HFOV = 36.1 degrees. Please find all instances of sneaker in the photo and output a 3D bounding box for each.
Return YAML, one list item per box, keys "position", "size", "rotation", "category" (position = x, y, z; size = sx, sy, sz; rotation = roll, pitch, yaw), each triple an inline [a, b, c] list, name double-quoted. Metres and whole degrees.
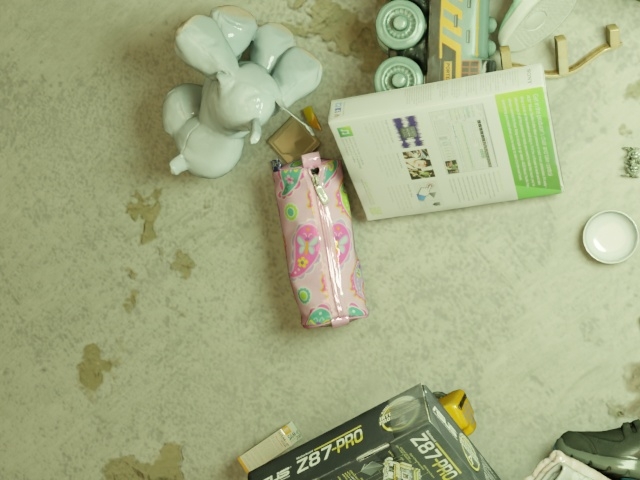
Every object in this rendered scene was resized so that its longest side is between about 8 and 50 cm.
- position: [0.333, -0.426, 1.516]
  size: [0.256, 0.094, 0.151]
  rotation: [-57, 49, 28]
  category: "sneaker"
- position: [0.532, 0.312, 1.499]
  size: [0.340, 0.125, 0.140]
  rotation: [2, 67, 18]
  category: "sneaker"

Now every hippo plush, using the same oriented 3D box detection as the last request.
- position: [-0.135, -0.214, 1.618]
  size: [0.294, 0.234, 0.237]
  rotation: [57, 137, 21]
  category: "hippo plush"

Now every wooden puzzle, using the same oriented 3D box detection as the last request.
- position: [-0.043, -0.168, 1.665]
  size: [0.116, 0.014, 0.079]
  rotation: [-36, 79, 15]
  category: "wooden puzzle"

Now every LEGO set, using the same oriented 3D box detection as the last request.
- position: [0.494, -0.112, 1.511]
  size: [0.083, 0.023, 0.054]
  rotation: [35, 102, 11]
  category: "LEGO set"

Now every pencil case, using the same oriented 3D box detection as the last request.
- position: [0.000, 0.000, 1.607]
  size: [0.124, 0.124, 0.284]
  rotation: [-9, 92, 16]
  category: "pencil case"

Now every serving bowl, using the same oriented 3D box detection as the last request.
- position: [0.452, -0.006, 1.528]
  size: [0.083, 0.027, 0.083]
  rotation: [1, 94, 15]
  category: "serving bowl"

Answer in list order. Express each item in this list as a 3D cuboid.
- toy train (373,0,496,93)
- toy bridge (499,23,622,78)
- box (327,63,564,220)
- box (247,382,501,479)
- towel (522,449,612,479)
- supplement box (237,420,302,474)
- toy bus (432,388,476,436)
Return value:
- position: [0.181, -0.329, 1.536]
  size: [0.190, 0.142, 0.334]
  rotation: [2, 92, 3]
  category: "toy train"
- position: [0.373, -0.286, 1.518]
  size: [0.188, 0.026, 0.063]
  rotation: [-10, 124, 4]
  category: "toy bridge"
- position: [0.196, -0.142, 1.501]
  size: [0.321, 0.232, 0.059]
  rotation: [-7, 49, 16]
  category: "box"
- position: [0.124, 0.433, 1.511]
  size: [0.318, 0.097, 0.395]
  rotation: [-30, 120, 17]
  category: "box"
- position: [0.357, 0.499, 1.494]
  size: [0.317, 0.053, 0.332]
  rotation: [33, 106, -26]
  category: "towel"
- position: [-0.086, 0.356, 1.684]
  size: [0.098, 0.062, 0.036]
  rotation: [-36, 83, 16]
  category: "supplement box"
- position: [0.101, 0.362, 1.608]
  size: [0.332, 0.108, 0.130]
  rotation: [-26, 87, 16]
  category: "toy bus"
